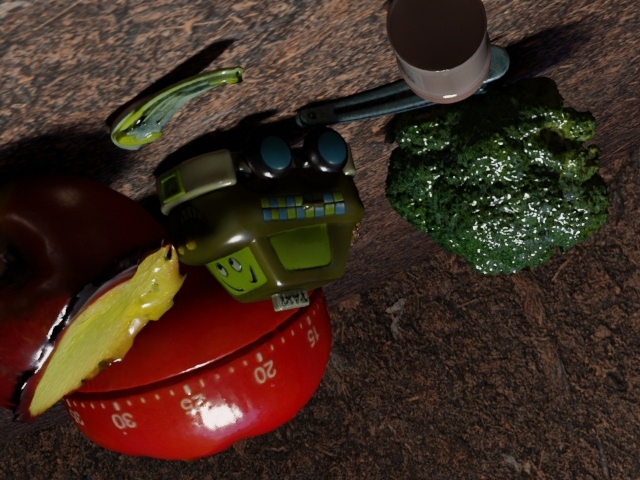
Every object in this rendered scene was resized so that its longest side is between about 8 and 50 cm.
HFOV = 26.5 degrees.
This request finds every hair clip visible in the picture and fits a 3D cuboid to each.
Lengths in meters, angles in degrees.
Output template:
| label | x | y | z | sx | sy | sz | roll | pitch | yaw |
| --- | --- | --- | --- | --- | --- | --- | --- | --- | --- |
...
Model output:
| label | x | y | z | sx | sy | sz | roll | pitch | yaw |
| --- | --- | --- | --- | --- | --- | --- | --- | --- | --- |
| hair clip | 0.095 | -0.173 | 1.648 | 0.275 | 0.048 | 0.083 | -19 | 175 | -17 |
| hair clip | -0.144 | -0.132 | 1.305 | 0.188 | 0.033 | 0.060 | -27 | 169 | 40 |

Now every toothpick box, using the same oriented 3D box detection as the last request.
| label | x | y | z | sx | sy | sz | roll | pitch | yaw |
| --- | --- | --- | --- | --- | --- | --- | --- | --- | --- |
| toothpick box | 0.121 | -0.199 | 1.362 | 0.098 | 0.098 | 0.149 | -24 | 171 | 5 |

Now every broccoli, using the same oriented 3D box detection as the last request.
| label | x | y | z | sx | sy | sz | roll | pitch | yaw |
| --- | --- | --- | --- | --- | --- | --- | --- | --- | --- |
| broccoli | 0.252 | -0.098 | 1.828 | 0.321 | 0.303 | 0.283 | -3 | -138 | 41 |

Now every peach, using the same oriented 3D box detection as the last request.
| label | x | y | z | sx | sy | sz | roll | pitch | yaw |
| --- | --- | --- | --- | --- | --- | --- | --- | --- | --- |
| peach | -0.290 | 0.041 | 1.444 | 0.257 | 0.201 | 0.362 | -50 | 171 | 3 |

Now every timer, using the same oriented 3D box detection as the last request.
| label | x | y | z | sx | sy | sz | roll | pitch | yaw |
| --- | --- | --- | --- | --- | --- | --- | --- | --- | --- |
| timer | -0.177 | 0.120 | 1.812 | 0.378 | 0.279 | 0.378 | -19 | -162 | 6 |

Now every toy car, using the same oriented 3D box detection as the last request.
| label | x | y | z | sx | sy | sz | roll | pitch | yaw |
| --- | --- | --- | --- | --- | --- | --- | --- | --- | --- |
| toy car | -0.061 | -0.014 | 1.624 | 0.248 | 0.198 | 0.204 | -7 | 170 | -38 |

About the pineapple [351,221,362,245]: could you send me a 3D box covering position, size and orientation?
| label | x | y | z | sx | sy | sz | roll | pitch | yaw |
| --- | --- | --- | --- | --- | --- | --- | --- | --- | --- |
| pineapple | -0.001 | 0.001 | 2.217 | 0.221 | 0.103 | 0.083 | -35 | 161 | -47 |
